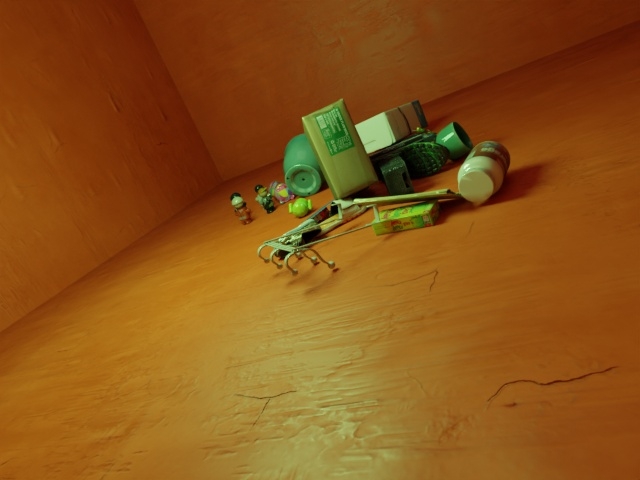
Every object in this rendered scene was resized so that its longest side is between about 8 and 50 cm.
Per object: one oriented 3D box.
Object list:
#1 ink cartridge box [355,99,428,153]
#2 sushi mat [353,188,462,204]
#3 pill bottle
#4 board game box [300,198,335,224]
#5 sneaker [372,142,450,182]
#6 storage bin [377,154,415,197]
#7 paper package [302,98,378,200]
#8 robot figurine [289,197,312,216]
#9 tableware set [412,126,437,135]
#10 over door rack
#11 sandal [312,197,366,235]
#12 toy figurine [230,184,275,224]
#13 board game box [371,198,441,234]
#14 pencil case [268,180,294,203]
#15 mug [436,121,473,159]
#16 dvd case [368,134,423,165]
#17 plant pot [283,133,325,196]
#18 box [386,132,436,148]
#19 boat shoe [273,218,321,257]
[{"bbox_3d":[0.358,-0.606,2.289,0.285,0.166,0.394,-14,13,44],"label":"ink cartridge box"},{"bbox_3d":[0.270,-0.126,1.276,0.316,0.019,0.151,-3,-3,40],"label":"sushi mat"},{"bbox_3d":[0.462,-0.194,1.194,0.121,0.121,0.216,-10,23,36],"label":"pill bottle"},{"bbox_3d":[-0.002,-0.099,1.634,0.168,0.033,0.133,-39,6,-25],"label":"board game box"},{"bbox_3d":[0.364,-0.327,1.663,0.146,0.134,0.343,-35,21,-31],"label":"sneaker"},{"bbox_3d":[0.270,-0.227,1.518,0.084,0.122,0.180,-21,19,8],"label":"storage bin"},{"bbox_3d":[0.074,-0.327,1.607,0.168,0.325,0.309,-24,3,1],"label":"paper package"},{"bbox_3d":[-0.084,-0.140,1.801,0.101,0.067,0.115,-7,22,10],"label":"robot figurine"},{"bbox_3d":[0.538,-0.534,2.064,0.154,0.024,0.104,8,14,-19],"label":"tableware set"},{"bbox_3d":[0.000,0.000,1.249,0.324,0.108,0.239,-30,19,-22],"label":"over door rack"},{"bbox_3d":[0.056,-0.098,1.500,0.265,0.076,0.102,-31,20,-20],"label":"sandal"},{"bbox_3d":[-0.349,-0.195,2.151,0.209,0.148,0.213,-26,18,-5],"label":"toy figurine"},{"bbox_3d":[0.250,-0.067,1.228,0.181,0.043,0.092,-10,23,36],"label":"board game box"},{"bbox_3d":[-0.214,-0.262,2.260,0.104,0.105,0.236,-27,21,-10],"label":"pencil case"},{"bbox_3d":[0.518,-0.368,1.624,0.097,0.157,0.130,-33,28,37],"label":"mug"},{"bbox_3d":[0.336,-0.371,1.840,0.238,0.030,0.179,-20,-16,11],"label":"dvd case"},{"bbox_3d":[-0.069,-0.363,2.137,0.271,0.272,0.255,-17,35,20],"label":"plant pot"},{"bbox_3d":[0.443,-0.461,2.051,0.183,0.059,0.233,-25,17,-2],"label":"box"},{"bbox_3d":[-0.076,-0.001,1.406,0.183,0.066,0.066,-41,42,-9],"label":"boat shoe"}]
